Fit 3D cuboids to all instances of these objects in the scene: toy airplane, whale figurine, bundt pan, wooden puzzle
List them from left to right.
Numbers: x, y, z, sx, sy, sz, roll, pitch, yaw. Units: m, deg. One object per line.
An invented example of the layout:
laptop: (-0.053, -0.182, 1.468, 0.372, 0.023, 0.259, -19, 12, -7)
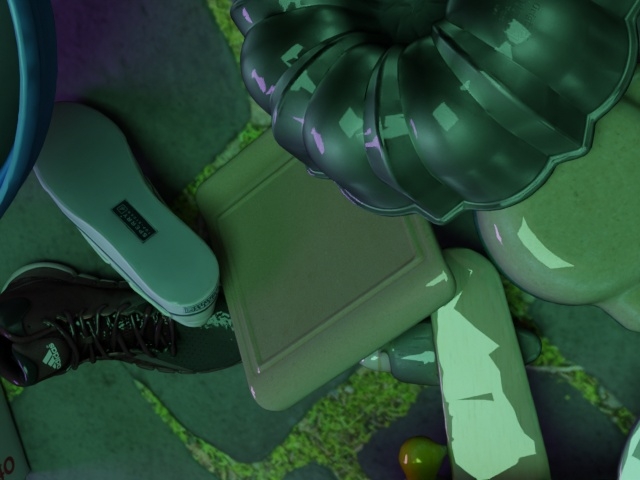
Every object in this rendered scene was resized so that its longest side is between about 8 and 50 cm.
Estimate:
wooden puzzle: (0.000, 0.000, 1.129, 0.221, 0.044, 0.239, -36, 58, 27)
bundt pan: (0.069, -0.183, 0.966, 0.330, 0.124, 0.331, -4, 81, 29)
toy airplane: (0.145, 0.254, 1.136, 0.384, 0.272, 0.386, 37, 81, -9)
whale figurine: (0.257, -0.034, 1.045, 0.271, 0.141, 0.216, 0, 87, -5)

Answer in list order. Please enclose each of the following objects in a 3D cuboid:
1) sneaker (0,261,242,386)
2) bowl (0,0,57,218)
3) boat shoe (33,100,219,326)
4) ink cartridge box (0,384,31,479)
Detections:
sneaker: (-0.207, 0.101, 1.219, 0.281, 0.162, 0.107, 4, 111, 17)
bowl: (-0.371, -0.152, 0.941, 0.391, 0.077, 0.391, 7, 112, 17)
boat shoe: (-0.189, -0.019, 1.199, 0.258, 0.095, 0.084, 53, 162, 20)
ink cartridge box: (-0.440, 0.160, 1.286, 0.129, 0.223, 0.308, -7, 107, 22)
